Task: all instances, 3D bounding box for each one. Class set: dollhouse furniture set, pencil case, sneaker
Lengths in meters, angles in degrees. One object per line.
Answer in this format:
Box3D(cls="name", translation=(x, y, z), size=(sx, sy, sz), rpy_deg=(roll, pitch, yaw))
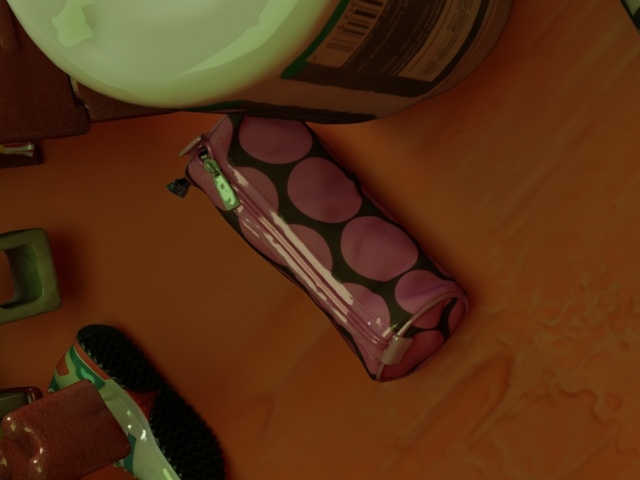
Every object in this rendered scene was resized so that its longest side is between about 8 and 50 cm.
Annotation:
Box3D(cls="dollhouse furniture set", translation=(-0.190, 0.011, 1.116), size=(0.201, 0.152, 0.374), rpy_deg=(-10, 94, 50))
Box3D(cls="pencil case", translation=(0.000, 0.000, 1.100), size=(0.209, 0.098, 0.095), rpy_deg=(44, 106, 14))
Box3D(cls="sneaker", translation=(-0.134, 0.140, 1.186), size=(0.161, 0.057, 0.075), rpy_deg=(50, 122, 12))

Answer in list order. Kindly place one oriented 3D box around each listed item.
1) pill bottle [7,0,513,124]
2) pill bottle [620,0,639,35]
Box3D(cls="pill bottle", translation=(-0.014, -0.170, 0.959), size=(0.204, 0.361, 0.204), rpy_deg=(1, 92, 21))
Box3D(cls="pill bottle", translation=(0.232, -0.204, 0.971), size=(0.162, 0.162, 0.278), rpy_deg=(-30, 81, 19))
